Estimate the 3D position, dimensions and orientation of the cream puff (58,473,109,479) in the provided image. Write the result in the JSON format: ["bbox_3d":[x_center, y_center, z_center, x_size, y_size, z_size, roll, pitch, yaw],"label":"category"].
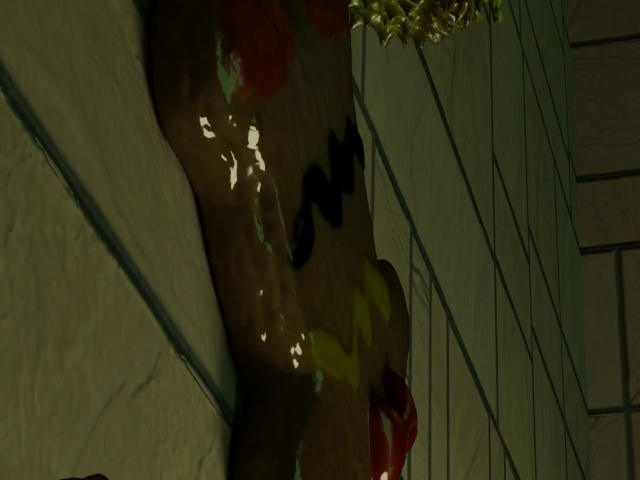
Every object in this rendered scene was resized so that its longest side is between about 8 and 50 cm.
[{"bbox_3d":[-0.100,0.149,0.703,0.122,0.094,0.116,11,68,-51],"label":"cream puff"}]

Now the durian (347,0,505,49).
[{"bbox_3d":[0.073,-0.258,1.406,0.237,0.176,0.200,-90,156,-45],"label":"durian"}]

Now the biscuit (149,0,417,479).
[{"bbox_3d":[0.000,0.000,1.198,0.368,0.076,0.394,-50,132,-70],"label":"biscuit"}]
